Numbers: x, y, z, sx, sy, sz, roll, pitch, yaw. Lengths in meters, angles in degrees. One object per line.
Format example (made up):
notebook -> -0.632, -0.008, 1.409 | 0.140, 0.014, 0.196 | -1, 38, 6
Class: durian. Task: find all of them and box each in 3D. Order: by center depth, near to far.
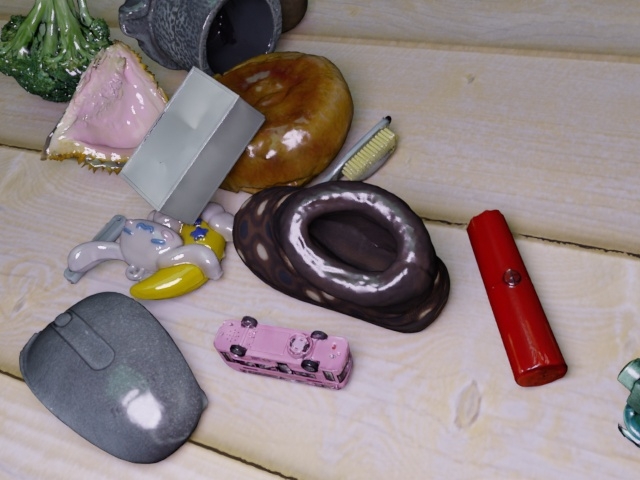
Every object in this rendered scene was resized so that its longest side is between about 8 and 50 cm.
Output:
durian -> -0.411, -0.241, 1.346 | 0.195, 0.185, 0.305 | 21, 62, 6

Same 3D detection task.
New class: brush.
brush -> 0.048, -0.117, 1.181 | 0.060, 0.068, 0.297 | 43, 74, 14

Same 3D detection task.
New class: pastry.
pastry -> -0.102, -0.228, 1.235 | 0.356, 0.164, 0.356 | -11, 45, 11

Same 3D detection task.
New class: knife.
knife -> -0.425, 0.013, 1.215 | 0.044, 0.023, 0.162 | 20, 59, 26

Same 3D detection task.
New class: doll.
doll -> -0.274, 0.005, 1.122 | 0.252, 0.111, 0.237 | 23, 58, 17

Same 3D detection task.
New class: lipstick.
lipstick -> 0.280, 0.078, 0.943 | 0.073, 0.073, 0.280 | -13, 51, 4

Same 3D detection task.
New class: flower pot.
flower pot -> -0.271, -0.481, 1.362 | 0.283, 0.299, 0.299 | 37, 68, 26

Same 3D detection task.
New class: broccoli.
broccoli -> -0.601, -0.464, 1.506 | 0.308, 0.275, 0.308 | 7, 31, -4

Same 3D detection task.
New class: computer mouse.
computer mouse -> -0.329, 0.187, 0.988 | 0.374, 0.114, 0.203 | 28, 64, 33

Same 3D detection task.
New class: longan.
longan -> -0.112, -0.572, 1.527 | 0.167, 0.167, 0.187 | 8, 36, 20

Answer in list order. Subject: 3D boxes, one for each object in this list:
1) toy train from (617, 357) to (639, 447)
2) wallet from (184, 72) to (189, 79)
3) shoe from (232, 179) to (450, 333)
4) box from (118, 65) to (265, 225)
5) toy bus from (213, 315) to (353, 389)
toy train -> 0.470, 0.205, 0.763 | 0.163, 0.112, 0.203 | -30, 52, -18
wallet -> -0.222, -0.397, 1.493 | 0.183, 0.032, 0.124 | -34, 53, -15
shoe -> 0.000, 0.000, 0.956 | 0.384, 0.237, 0.171 | 24, 76, 27
box -> -0.214, -0.158, 1.076 | 0.129, 0.086, 0.225 | 38, 95, 32
toy bus -> -0.053, 0.166, 0.947 | 0.203, 0.090, 0.063 | 6, 54, 20
